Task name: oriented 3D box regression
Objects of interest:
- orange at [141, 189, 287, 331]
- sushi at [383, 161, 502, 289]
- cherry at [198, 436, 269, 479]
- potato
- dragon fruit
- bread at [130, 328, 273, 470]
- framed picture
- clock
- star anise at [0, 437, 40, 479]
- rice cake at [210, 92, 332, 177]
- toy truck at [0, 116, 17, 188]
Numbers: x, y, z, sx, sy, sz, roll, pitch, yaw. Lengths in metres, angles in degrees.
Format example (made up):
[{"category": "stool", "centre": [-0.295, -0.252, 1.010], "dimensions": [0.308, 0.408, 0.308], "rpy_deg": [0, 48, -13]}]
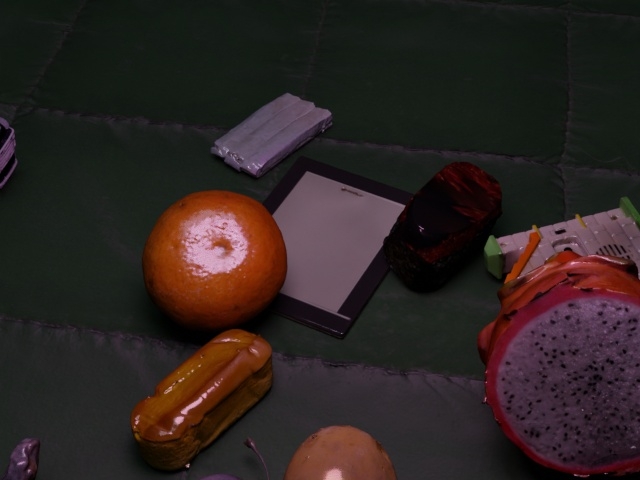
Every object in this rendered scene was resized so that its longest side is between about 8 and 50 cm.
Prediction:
[{"category": "orange", "centre": [-0.160, 0.034, 1.756], "dimensions": [0.224, 0.170, 0.224], "rpy_deg": [1, 79, -5]}, {"category": "sushi", "centre": [0.199, -0.024, 1.856], "dimensions": [0.136, 0.126, 0.225], "rpy_deg": [34, 47, 17]}, {"category": "cherry", "centre": [-0.147, 0.352, 1.506], "dimensions": [0.148, 0.115, 0.188], "rpy_deg": [-44, 40, 12]}, {"category": "potato", "centre": [0.019, 0.348, 1.485], "dimensions": [0.150, 0.146, 0.234], "rpy_deg": [-18, 39, 26]}, {"category": "dragon fruit", "centre": [0.367, 0.151, 1.580], "dimensions": [0.305, 0.305, 0.226], "rpy_deg": [7, 17, 7]}, {"category": "bread", "centre": [-0.166, 0.219, 1.640], "dimensions": [0.102, 0.094, 0.245], "rpy_deg": [28, 52, 33]}, {"category": "framed picture", "centre": [0.000, 0.000, 1.910], "dimensions": [0.265, 0.016, 0.347], "rpy_deg": [19, 49, 19]}, {"category": "clock", "centre": [0.402, 0.065, 1.787], "dimensions": [0.255, 0.106, 0.220], "rpy_deg": [-14, 45, -6]}, {"category": "star anise", "centre": [-0.409, 0.375, 1.474], "dimensions": [0.282, 0.129, 0.212], "rpy_deg": [38, 40, 27]}, {"category": "rice cake", "centre": [-0.089, -0.191, 2.087], "dimensions": [0.124, 0.038, 0.211], "rpy_deg": [28, 52, 25]}, {"category": "toy truck", "centre": [-0.658, -0.158, 2.001], "dimensions": [0.253, 0.124, 0.114], "rpy_deg": [10, 46, 8]}]
